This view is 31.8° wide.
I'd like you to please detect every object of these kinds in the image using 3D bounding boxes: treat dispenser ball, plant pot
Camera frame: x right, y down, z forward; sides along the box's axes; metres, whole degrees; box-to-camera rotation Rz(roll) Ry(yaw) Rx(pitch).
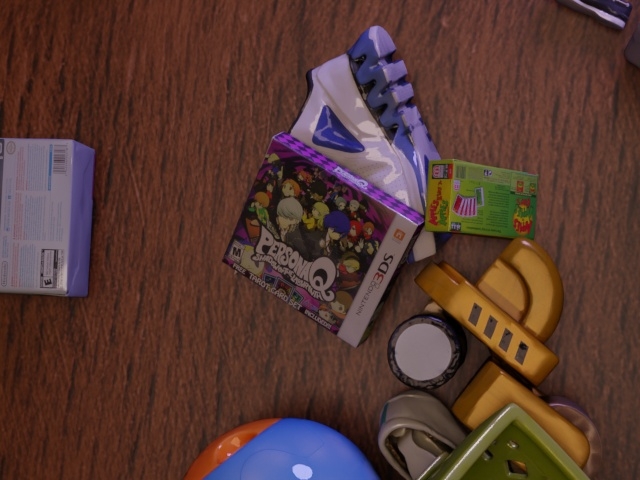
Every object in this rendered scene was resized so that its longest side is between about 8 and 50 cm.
[{"bbox_3d":[-0.050,0.373,1.446,0.288,0.288,0.288,0,88,9],"label":"treat dispenser ball"},{"bbox_3d":[0.185,0.360,1.291,0.227,0.207,0.228,49,56,2],"label":"plant pot"}]

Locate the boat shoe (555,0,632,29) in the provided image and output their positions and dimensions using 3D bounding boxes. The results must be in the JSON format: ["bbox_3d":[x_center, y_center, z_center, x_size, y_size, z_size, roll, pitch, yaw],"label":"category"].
[{"bbox_3d":[0.364,-0.330,1.528,0.125,0.046,0.038,26,92,6],"label":"boat shoe"}]

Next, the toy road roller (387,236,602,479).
[{"bbox_3d":[0.257,0.144,1.448,0.329,0.202,0.240,40,94,9],"label":"toy road roller"}]

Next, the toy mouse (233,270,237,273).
[{"bbox_3d":[-0.035,-0.006,1.588,0.143,0.031,0.161,19,91,9],"label":"toy mouse"}]

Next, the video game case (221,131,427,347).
[{"bbox_3d":[0.000,0.000,1.509,0.232,0.042,0.210,33,118,14],"label":"video game case"}]

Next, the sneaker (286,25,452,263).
[{"bbox_3d":[0.056,-0.116,1.543,0.182,0.127,0.315,-18,93,24],"label":"sneaker"}]

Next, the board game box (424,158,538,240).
[{"bbox_3d":[0.215,-0.051,1.480,0.043,0.181,0.092,3,88,47],"label":"board game box"}]

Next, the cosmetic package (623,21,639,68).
[{"bbox_3d":[0.621,-0.327,1.344,0.327,0.329,0.394,35,94,8],"label":"cosmetic package"}]

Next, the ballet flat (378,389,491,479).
[{"bbox_3d":[0.222,0.364,1.479,0.400,0.139,0.139,43,95,8],"label":"ballet flat"}]

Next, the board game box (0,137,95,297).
[{"bbox_3d":[-0.491,-0.034,1.632,0.303,0.097,0.224,3,87,8],"label":"board game box"}]
